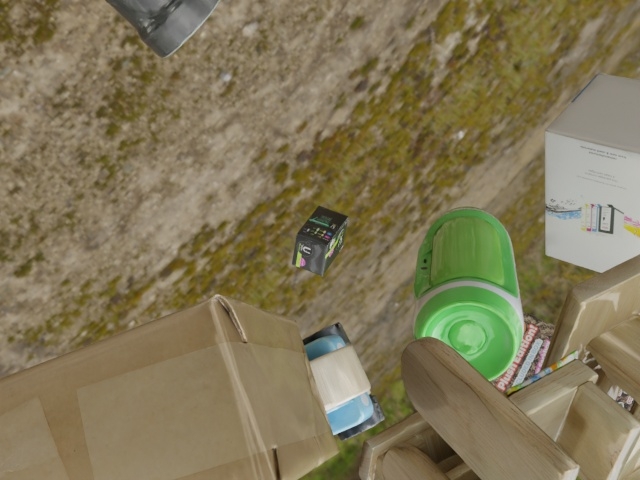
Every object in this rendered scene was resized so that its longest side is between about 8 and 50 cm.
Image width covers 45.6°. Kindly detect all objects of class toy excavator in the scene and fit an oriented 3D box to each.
[{"bbox_3d":[-0.034,0.296,1.418,0.433,0.222,0.445,-30,170,27],"label":"toy excavator"}]

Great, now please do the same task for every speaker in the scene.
[{"bbox_3d":[0.185,0.057,0.962,0.131,0.131,0.296,-56,-176,24],"label":"speaker"}]

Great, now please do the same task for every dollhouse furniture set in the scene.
[{"bbox_3d":[0.123,0.099,0.442,0.212,0.161,0.242,-19,133,-29],"label":"dollhouse furniture set"}]

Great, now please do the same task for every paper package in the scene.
[{"bbox_3d":[-0.176,0.195,0.754,0.324,0.168,0.309,-21,167,7],"label":"paper package"}]

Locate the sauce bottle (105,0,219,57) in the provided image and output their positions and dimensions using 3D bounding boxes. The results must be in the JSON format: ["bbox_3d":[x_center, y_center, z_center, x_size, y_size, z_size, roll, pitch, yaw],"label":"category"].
[{"bbox_3d":[-0.213,-0.273,0.522,0.111,0.344,0.111,-37,-152,24],"label":"sauce bottle"}]

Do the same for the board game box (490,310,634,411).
[{"bbox_3d":[0.365,0.219,1.263,0.141,0.291,0.232,-63,160,-4],"label":"board game box"}]

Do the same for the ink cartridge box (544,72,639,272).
[{"bbox_3d":[0.438,-0.087,1.100,0.171,0.168,0.233,-44,138,-31],"label":"ink cartridge box"}]

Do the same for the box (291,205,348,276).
[{"bbox_3d":[0.000,0.000,1.128,0.083,0.052,0.062,-55,160,-48],"label":"box"}]
